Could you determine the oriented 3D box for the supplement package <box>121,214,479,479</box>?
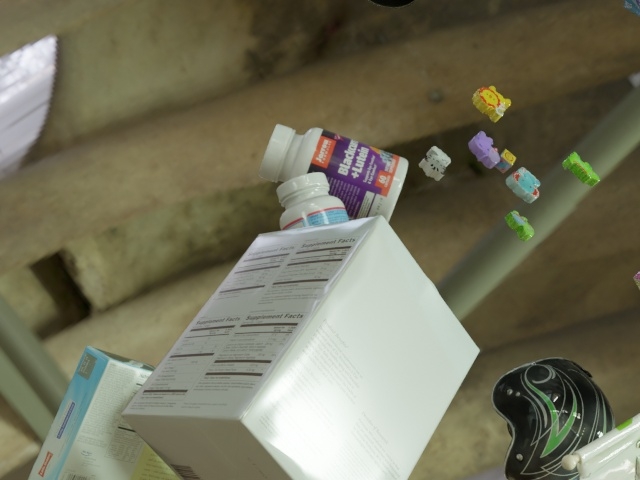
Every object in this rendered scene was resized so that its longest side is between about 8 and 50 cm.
[{"bbox_3d":[-0.015,0.142,1.143,0.198,0.263,0.199,-8,-52,47],"label":"supplement package"}]

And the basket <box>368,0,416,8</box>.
[{"bbox_3d":[0.155,-0.452,1.697,0.204,0.227,0.154,46,-45,22],"label":"basket"}]

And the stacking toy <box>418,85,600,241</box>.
[{"bbox_3d":[0.274,-0.106,1.680,0.221,0.052,0.167,38,-46,-4],"label":"stacking toy"}]

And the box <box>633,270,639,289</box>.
[{"bbox_3d":[0.547,0.132,1.443,0.243,0.117,0.213,55,-6,-28],"label":"box"}]

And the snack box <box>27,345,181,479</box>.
[{"bbox_3d":[-0.215,0.270,1.519,0.060,0.187,0.322,20,-5,43],"label":"snack box"}]

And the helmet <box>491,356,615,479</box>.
[{"bbox_3d":[0.317,0.259,1.550,0.169,0.169,0.162,74,-4,-54],"label":"helmet"}]

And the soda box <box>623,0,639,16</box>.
[{"bbox_3d":[0.446,-0.347,1.321,0.067,0.210,0.071,42,-5,25],"label":"soda box"}]

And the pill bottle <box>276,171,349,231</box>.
[{"bbox_3d":[0.000,0.000,1.430,0.087,0.087,0.160,118,-45,-74],"label":"pill bottle"}]

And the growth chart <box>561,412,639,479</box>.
[{"bbox_3d":[0.297,0.304,1.232,0.021,0.172,0.237,31,-53,46],"label":"growth chart"}]

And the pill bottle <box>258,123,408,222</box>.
[{"bbox_3d":[0.017,-0.095,1.595,0.193,0.108,0.108,19,-17,-1],"label":"pill bottle"}]
